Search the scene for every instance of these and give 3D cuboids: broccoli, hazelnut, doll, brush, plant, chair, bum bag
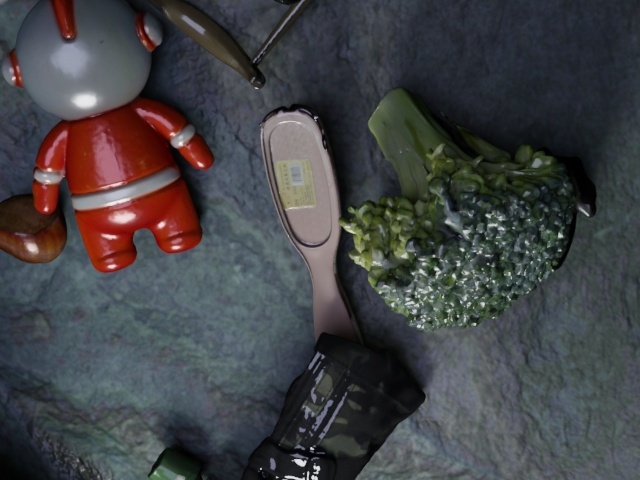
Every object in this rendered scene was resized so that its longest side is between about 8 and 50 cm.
[{"bbox_3d":[0.134,-0.041,1.647,0.247,0.263,0.243,-24,67,-14],"label":"broccoli"},{"bbox_3d":[-0.315,-0.012,1.810,0.086,0.086,0.086,3,103,14],"label":"hazelnut"},{"bbox_3d":[-0.231,-0.137,1.744,0.199,0.105,0.336,-16,104,6],"label":"doll"},{"bbox_3d":[0.002,-0.001,1.743,0.072,0.067,0.313,-7,112,15],"label":"brush"},{"bbox_3d":[-0.138,0.271,1.837,0.102,0.051,0.051,37,109,-9],"label":"plant"},{"bbox_3d":[-0.072,-0.296,1.633,0.188,0.166,0.272,38,108,4],"label":"chair"},{"bbox_3d":[-0.019,0.249,1.771,0.144,0.095,0.340,27,108,-19],"label":"bum bag"}]

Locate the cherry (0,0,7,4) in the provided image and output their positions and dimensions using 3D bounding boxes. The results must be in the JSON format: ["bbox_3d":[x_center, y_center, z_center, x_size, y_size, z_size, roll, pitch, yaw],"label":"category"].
[{"bbox_3d":[-0.377,-0.363,1.622,0.334,0.326,0.291,-8,138,10],"label":"cherry"}]
